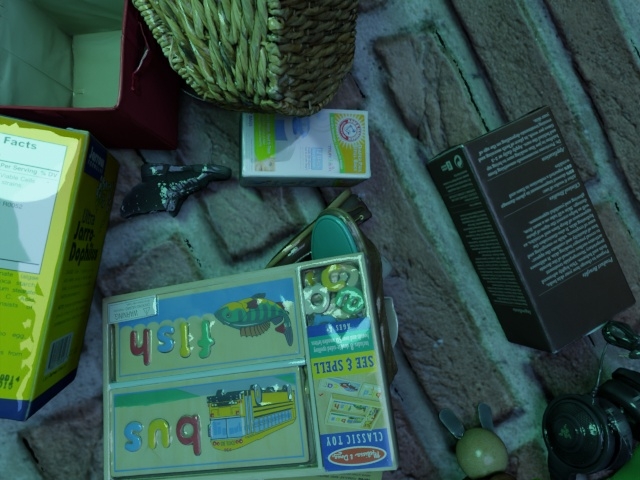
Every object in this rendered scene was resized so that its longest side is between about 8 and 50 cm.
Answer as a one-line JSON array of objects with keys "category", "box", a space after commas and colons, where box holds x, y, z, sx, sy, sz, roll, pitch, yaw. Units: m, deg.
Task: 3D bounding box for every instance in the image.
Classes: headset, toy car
[{"category": "headset", "box": [0.525, 0.320, 0.800, 0.244, 0.185, 0.393, -18, 110, -14]}, {"category": "toy car", "box": [0.277, 0.387, 0.816, 0.155, 0.148, 0.188, -3, 59, -16]}]

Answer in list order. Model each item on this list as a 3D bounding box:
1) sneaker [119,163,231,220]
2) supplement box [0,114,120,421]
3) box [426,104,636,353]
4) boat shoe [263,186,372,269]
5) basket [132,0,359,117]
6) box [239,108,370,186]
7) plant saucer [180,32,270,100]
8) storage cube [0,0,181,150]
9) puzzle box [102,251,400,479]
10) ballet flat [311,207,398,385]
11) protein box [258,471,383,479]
[{"category": "sneaker", "box": [-0.229, -0.076, 0.748, 0.171, 0.051, 0.088, 0, 87, -8]}, {"category": "supplement box", "box": [-0.422, 0.026, 0.625, 0.195, 0.195, 0.355, 11, 86, -12]}, {"category": "box", "box": [0.370, -0.018, 0.830, 0.191, 0.143, 0.380, -25, 91, -13]}, {"category": "boat shoe", "box": [0.000, 0.000, 0.780, 0.207, 0.073, 0.073, -42, 94, -11]}, {"category": "basket", "box": [-0.094, -0.290, 0.639, 0.223, 0.299, 0.213, 12, 122, 16]}, {"category": "box", "box": [-0.029, -0.149, 0.765, 0.204, 0.103, 0.114, 0, 88, -12]}, {"category": "plant saucer", "box": [-0.172, -0.321, 0.777, 0.199, 0.036, 0.198, 1, 87, -12]}, {"category": "storage cube", "box": [-0.312, -0.236, 0.641, 0.215, 0.193, 0.183, 2, 86, 4]}, {"category": "puzzle box", "box": [-0.114, 0.183, 0.644, 0.410, 0.052, 0.271, -11, 76, 13]}, {"category": "ballet flat", "box": [0.072, 0.100, 0.755, 0.124, 0.116, 0.341, -25, 109, -41]}, {"category": "protein box", "box": [-0.023, 0.361, 0.725, 0.200, 0.136, 0.200, 11, 84, -12]}]
